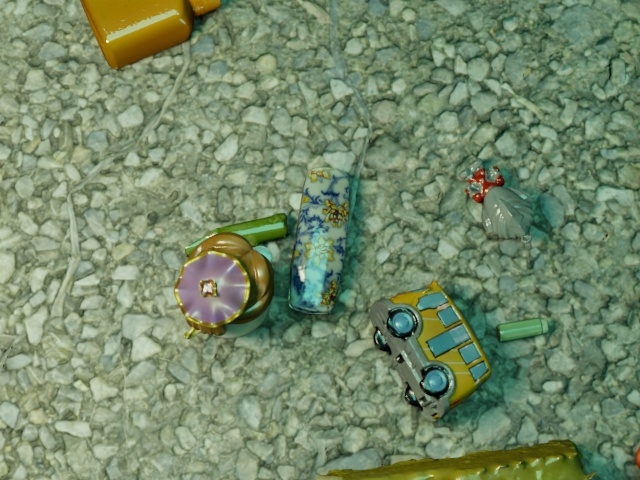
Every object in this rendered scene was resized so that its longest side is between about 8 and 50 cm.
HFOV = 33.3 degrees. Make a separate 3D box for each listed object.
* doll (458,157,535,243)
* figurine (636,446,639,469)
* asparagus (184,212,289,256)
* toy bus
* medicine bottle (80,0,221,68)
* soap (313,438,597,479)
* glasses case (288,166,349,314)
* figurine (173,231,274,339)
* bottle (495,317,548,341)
[{"bbox_3d":[0.301,-0.064,1.803,0.094,0.079,0.180,-37,66,4],"label":"doll"},{"bbox_3d":[0.631,0.390,1.648,0.257,0.181,0.208,-9,105,3],"label":"figurine"},{"bbox_3d":[-0.141,-0.008,1.786,0.178,0.041,0.045,-13,107,-5],"label":"asparagus"},{"bbox_3d":[0.179,0.170,1.711,0.136,0.126,0.209,-26,77,-17],"label":"toy bus"},{"bbox_3d":[-0.292,-0.409,1.845,0.222,0.112,0.149,-24,77,-8],"label":"medicine bottle"},{"bbox_3d":[0.211,0.353,1.641,0.304,0.169,0.339,44,77,-2],"label":"soap"},{"bbox_3d":[0.000,0.000,1.775,0.087,0.065,0.248,8,75,1],"label":"glasses case"},{"bbox_3d":[-0.145,0.077,1.647,0.142,0.263,0.189,38,79,6],"label":"figurine"},{"bbox_3d":[0.333,0.147,1.768,0.083,0.030,0.030,-9,76,-5],"label":"bottle"}]
